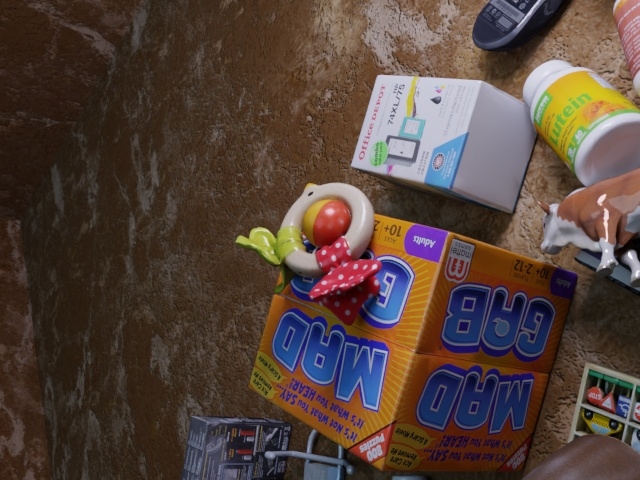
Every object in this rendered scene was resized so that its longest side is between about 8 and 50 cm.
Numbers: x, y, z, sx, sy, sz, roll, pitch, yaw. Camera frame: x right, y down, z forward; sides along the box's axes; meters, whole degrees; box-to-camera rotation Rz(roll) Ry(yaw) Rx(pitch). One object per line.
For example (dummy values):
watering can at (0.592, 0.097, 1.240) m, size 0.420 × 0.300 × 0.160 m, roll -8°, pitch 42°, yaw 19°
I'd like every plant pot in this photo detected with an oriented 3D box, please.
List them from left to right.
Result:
plant pot at (0.343, 0.410, 1.034) m, size 0.215 × 0.230 × 0.216 m, roll 19°, pitch 113°, yaw 54°

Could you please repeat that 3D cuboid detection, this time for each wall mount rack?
wall mount rack at (-0.003, 0.560, 1.518) m, size 0.304 × 0.130 × 0.350 m, roll -9°, pitch 73°, yaw 48°

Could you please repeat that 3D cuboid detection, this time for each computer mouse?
computer mouse at (0.410, -0.452, 1.386) m, size 0.272 × 0.072 × 0.189 m, roll -42°, pitch 47°, yaw 17°

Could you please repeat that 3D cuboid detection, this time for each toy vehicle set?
toy vehicle set at (0.489, 0.295, 1.066) m, size 0.266 × 0.035 × 0.166 m, roll 14°, pitch 94°, yaw 56°

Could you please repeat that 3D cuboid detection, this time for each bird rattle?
bird rattle at (0.000, 0.000, 1.135) m, size 0.253 × 0.143 × 0.207 m, roll 10°, pitch 68°, yaw 47°

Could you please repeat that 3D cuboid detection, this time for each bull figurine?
bull figurine at (0.461, -0.036, 1.064) m, size 0.310 × 0.101 × 0.189 m, roll -29°, pitch 41°, yaw 27°

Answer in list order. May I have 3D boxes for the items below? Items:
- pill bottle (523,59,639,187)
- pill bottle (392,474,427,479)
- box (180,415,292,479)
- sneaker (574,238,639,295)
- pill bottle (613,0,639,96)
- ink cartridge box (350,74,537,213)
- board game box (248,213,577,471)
pill bottle at (0.432, -0.201, 1.212) m, size 0.136 × 0.136 × 0.246 m, roll -53°, pitch 33°, yaw 25°
pill bottle at (0.169, 0.505, 1.382) m, size 0.067 × 0.067 × 0.120 m, roll -17°, pitch 66°, yaw 46°
box at (-0.198, 0.559, 1.658) m, size 0.076 × 0.242 × 0.308 m, roll 1°, pitch 81°, yaw 49°
sneaker at (0.518, 0.036, 1.089) m, size 0.283 × 0.107 × 0.124 m, roll 38°, pitch 102°, yaw 48°
pill bottle at (0.540, -0.293, 1.140) m, size 0.121 × 0.121 × 0.216 m, roll -26°, pitch 60°, yaw 43°
ink cartridge box at (0.235, -0.188, 1.404) m, size 0.270 × 0.197 × 0.198 m, roll 19°, pitch 93°, yaw 50°
board game box at (0.155, 0.158, 1.273) m, size 0.356 × 0.356 × 0.357 m, roll 17°, pitch 91°, yaw 50°
